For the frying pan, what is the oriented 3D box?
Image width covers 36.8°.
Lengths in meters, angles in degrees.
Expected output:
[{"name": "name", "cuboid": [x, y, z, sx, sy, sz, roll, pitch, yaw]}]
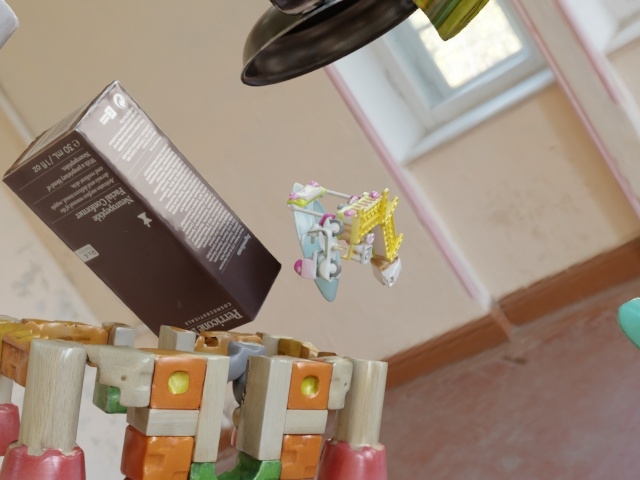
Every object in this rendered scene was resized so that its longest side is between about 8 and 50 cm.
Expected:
[{"name": "frying pan", "cuboid": [-0.021, -0.183, 0.805, 0.197, 0.053, 0.326, -28, -4, 34]}]

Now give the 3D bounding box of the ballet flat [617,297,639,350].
[{"name": "ballet flat", "cuboid": [0.502, 0.150, 1.242, 0.083, 0.247, 0.087, -50, -1, -23]}]

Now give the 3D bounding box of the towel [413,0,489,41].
[{"name": "towel", "cuboid": [0.031, -0.238, 0.577, 0.021, 0.237, 0.102, -29, -12, -41]}]

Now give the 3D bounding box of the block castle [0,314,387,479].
[{"name": "block castle", "cuboid": [-0.164, 0.216, 1.100, 0.453, 0.212, 0.303, 8, -2, -34]}]

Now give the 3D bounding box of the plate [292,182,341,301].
[{"name": "plate", "cuboid": [0.000, 0.000, 1.449, 0.024, 0.188, 0.188, -16, 13, 11]}]

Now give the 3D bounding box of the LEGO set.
[{"name": "LEGO set", "cuboid": [0.032, -0.014, 1.277, 0.107, 0.132, 0.287, 16, 2, 21]}]

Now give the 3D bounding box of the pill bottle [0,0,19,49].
[{"name": "pill bottle", "cuboid": [-0.414, -0.086, 0.722, 0.363, 0.210, 0.210, -52, 13, -8]}]

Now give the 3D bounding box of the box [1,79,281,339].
[{"name": "box", "cuboid": [-0.258, -0.024, 1.426, 0.191, 0.381, 0.143, -25, 27, 36]}]
